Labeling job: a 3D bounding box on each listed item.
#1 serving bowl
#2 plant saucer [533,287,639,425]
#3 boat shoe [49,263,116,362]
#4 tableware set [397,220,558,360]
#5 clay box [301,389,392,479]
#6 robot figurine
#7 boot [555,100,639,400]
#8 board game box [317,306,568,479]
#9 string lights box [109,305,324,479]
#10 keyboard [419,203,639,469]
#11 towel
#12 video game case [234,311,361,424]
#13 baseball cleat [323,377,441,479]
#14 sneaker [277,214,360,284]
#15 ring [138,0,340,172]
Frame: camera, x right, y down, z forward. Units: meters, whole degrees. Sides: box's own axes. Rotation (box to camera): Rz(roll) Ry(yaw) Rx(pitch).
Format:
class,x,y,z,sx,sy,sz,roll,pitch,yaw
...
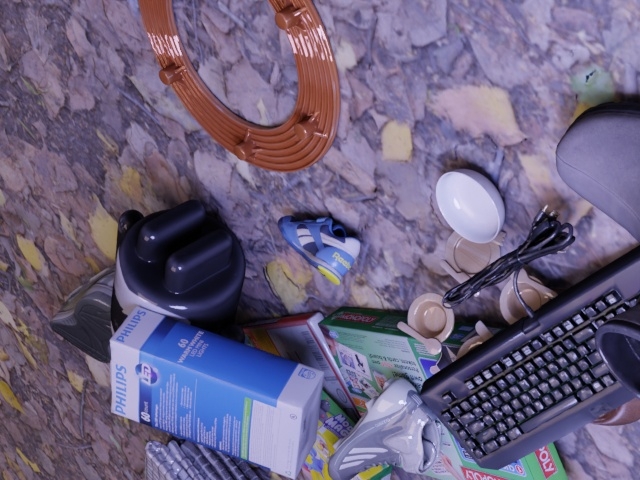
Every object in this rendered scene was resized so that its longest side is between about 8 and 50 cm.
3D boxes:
class,x,y,z,sx,sy,sz,roll,pitch,yaw
serving bowl,0.158,-0.039,1.391,0.083,0.027,0.083,34,143,31
plant saucer,0.265,0.127,1.407,0.168,0.029,0.168,34,144,29
boat shoe,-0.342,0.110,2.147,0.118,0.103,0.320,36,154,-6
tableware set,0.162,0.072,1.415,0.141,0.020,0.168,38,107,28
clay box,0.002,0.265,1.798,0.222,0.053,0.127,45,149,31
robot figurine,-0.191,0.068,1.825,0.278,0.174,0.209,107,164,-52
boot,0.285,0.021,1.094,0.338,0.223,0.118,32,142,32
board game box,0.137,0.189,1.595,0.317,0.046,0.213,4,124,57
string lights box,-0.133,0.190,1.705,0.260,0.077,0.133,19,131,13
keyboard,0.215,0.092,1.329,0.317,0.033,0.201,-38,88,35
towel,-0.158,0.434,2.173,0.283,0.121,0.235,47,155,19
video game case,-0.035,0.199,1.875,0.285,0.025,0.204,-13,110,56
baseball cleat,0.074,0.250,1.606,0.109,0.072,0.206,46,141,18
sneaker,0.000,0.000,1.621,0.053,0.059,0.144,39,180,-40
ring,-0.107,-0.223,1.567,0.336,0.032,0.336,34,144,30
